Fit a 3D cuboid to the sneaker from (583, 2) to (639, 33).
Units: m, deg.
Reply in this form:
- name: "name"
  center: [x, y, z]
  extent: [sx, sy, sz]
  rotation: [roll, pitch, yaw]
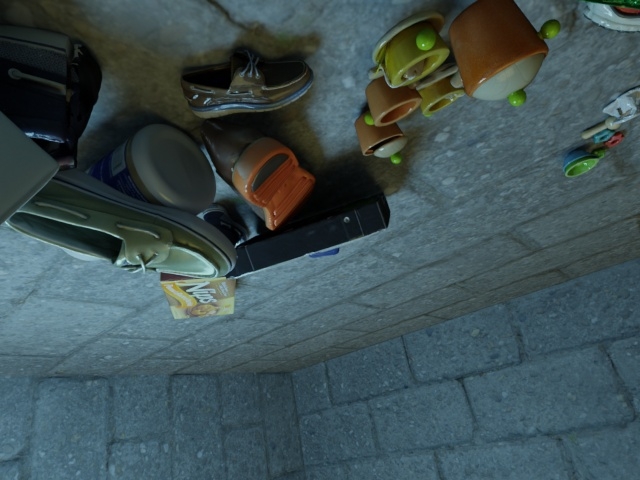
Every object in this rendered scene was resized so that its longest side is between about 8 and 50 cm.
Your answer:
- name: "sneaker"
  center: [0.486, -0.342, 0.499]
  extent: [0.280, 0.107, 0.118]
  rotation: [-13, 145, -1]

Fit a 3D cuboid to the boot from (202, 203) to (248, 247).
- name: "boot"
  center: [-0.215, -0.002, 0.928]
  extent: [0.069, 0.085, 0.190]
  rotation: [-15, 154, 8]

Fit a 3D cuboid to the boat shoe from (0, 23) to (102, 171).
- name: "boat shoe"
  center: [-0.434, -0.157, 0.438]
  extent: [0.342, 0.157, 0.127]
  rotation: [-3, 153, -16]

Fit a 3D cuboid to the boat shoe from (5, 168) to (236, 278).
- name: "boat shoe"
  center: [-0.263, 0.000, 0.564]
  extent: [0.303, 0.094, 0.109]
  rotation: [25, 134, -27]

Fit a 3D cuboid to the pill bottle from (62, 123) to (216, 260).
- name: "pill bottle"
  center: [-0.319, -0.068, 0.676]
  extent: [0.265, 0.153, 0.153]
  rotation: [-23, 152, 25]

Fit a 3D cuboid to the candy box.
- name: "candy box"
  center: [-0.338, 0.132, 1.149]
  extent: [0.183, 0.087, 0.316]
  rotation: [-4, 153, -15]

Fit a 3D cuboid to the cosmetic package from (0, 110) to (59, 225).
- name: "cosmetic package"
  center: [-0.506, -0.052, 0.248]
  extent: [0.330, 0.327, 0.393]
  rotation: [-18, 128, 27]

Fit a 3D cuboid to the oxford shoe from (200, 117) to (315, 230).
- name: "oxford shoe"
  center: [-0.102, -0.116, 0.737]
  extent: [0.130, 0.133, 0.363]
  rotation: [-50, 168, -7]

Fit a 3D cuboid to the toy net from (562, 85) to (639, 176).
- name: "toy net"
  center: [0.615, -0.222, 0.854]
  extent: [0.122, 0.045, 0.232]
  rotation: [-9, 154, -5]

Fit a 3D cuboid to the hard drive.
- name: "hard drive"
  center: [-0.020, -0.015, 0.873]
  extent: [0.340, 0.064, 0.237]
  rotation: [-19, -173, 13]

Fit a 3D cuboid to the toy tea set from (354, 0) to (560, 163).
- name: "toy tea set"
  center: [0.158, -0.187, 0.568]
  extent: [0.200, 0.124, 0.336]
  rotation: [-24, 176, -6]

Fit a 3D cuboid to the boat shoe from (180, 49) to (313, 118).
- name: "boat shoe"
  center: [-0.102, -0.218, 0.554]
  extent: [0.184, 0.066, 0.066]
  rotation: [-14, 153, 5]

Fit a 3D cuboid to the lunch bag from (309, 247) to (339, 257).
- name: "lunch bag"
  center: [0.000, 0.000, 1.039]
  extent: [0.099, 0.067, 0.065]
  rotation: [-9, 154, 0]

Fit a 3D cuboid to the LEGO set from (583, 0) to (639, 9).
- name: "LEGO set"
  center: [0.201, -0.345, 0.342]
  extent: [0.332, 0.192, 0.254]
  rotation: [2, 136, 4]
